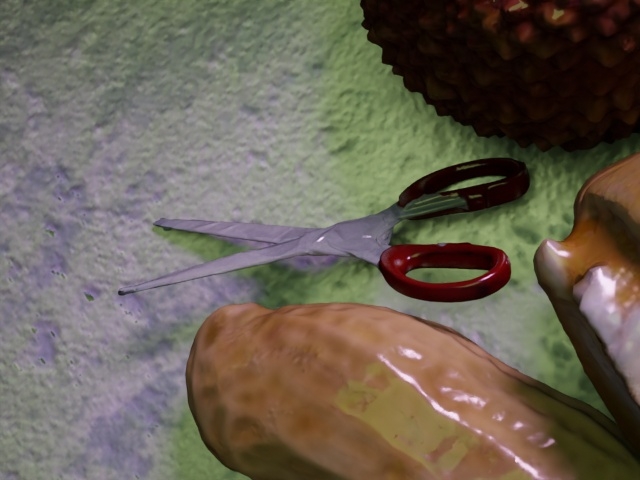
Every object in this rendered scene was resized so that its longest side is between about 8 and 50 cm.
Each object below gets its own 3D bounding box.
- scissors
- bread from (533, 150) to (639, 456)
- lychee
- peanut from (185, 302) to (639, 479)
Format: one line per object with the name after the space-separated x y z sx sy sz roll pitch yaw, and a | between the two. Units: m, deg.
0.000 0.000 0.908 0.248 0.144 0.017 -6 121 18 | scissors
0.308 0.021 0.780 0.341 0.210 0.300 -39 98 5 | bread
0.142 -0.163 0.814 0.271 0.271 0.271 -2 82 12 | lychee
0.057 0.123 0.857 0.305 0.147 0.147 30 89 14 | peanut
